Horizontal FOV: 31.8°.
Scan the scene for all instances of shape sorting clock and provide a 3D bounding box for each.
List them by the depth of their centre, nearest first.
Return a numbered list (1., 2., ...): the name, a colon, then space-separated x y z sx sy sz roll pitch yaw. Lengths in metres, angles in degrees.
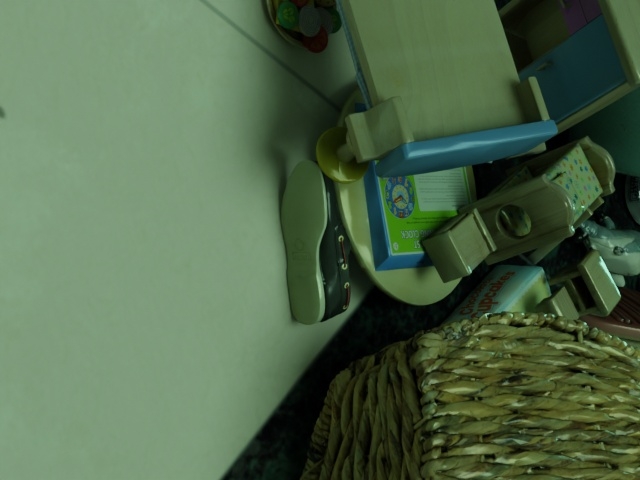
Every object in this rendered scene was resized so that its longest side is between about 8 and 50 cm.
1. shape sorting clock: 0.076 -0.045 0.980 0.206 0.040 0.206 19 65 -46

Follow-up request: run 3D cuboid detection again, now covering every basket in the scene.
1. basket: 0.134 0.189 0.932 0.299 0.223 0.213 10 61 -31

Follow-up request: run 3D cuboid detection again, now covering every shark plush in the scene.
1. shark plush: 0.312 -0.001 1.242 0.161 0.073 0.067 17 56 -24

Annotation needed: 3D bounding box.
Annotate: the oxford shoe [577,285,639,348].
1. oxford shoe: 0.378 0.141 1.243 0.348 0.123 0.130 17 108 -31

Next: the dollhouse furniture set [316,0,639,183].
1. dollhouse furniture set: 0.085 -0.187 0.931 0.303 0.198 0.286 -13 81 -28

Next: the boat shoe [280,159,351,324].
1. boat shoe: -0.001 0.000 0.895 0.042 0.049 0.133 -15 107 -42

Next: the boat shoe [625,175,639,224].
1. boat shoe: 0.491 -0.045 1.368 0.306 0.105 0.113 19 76 -44

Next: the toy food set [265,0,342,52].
1. toy food set: -0.012 -0.194 0.904 0.083 0.020 0.083 9 83 -46

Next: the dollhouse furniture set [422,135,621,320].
1. dollhouse furniture set: 0.205 0.020 0.986 0.182 0.101 0.161 -37 101 -49

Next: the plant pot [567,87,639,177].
1. plant pot: 0.366 -0.189 1.146 0.271 0.271 0.255 -1 106 -46

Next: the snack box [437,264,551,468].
1. snack box: 0.194 0.208 1.090 0.187 0.060 0.322 -40 118 -39
